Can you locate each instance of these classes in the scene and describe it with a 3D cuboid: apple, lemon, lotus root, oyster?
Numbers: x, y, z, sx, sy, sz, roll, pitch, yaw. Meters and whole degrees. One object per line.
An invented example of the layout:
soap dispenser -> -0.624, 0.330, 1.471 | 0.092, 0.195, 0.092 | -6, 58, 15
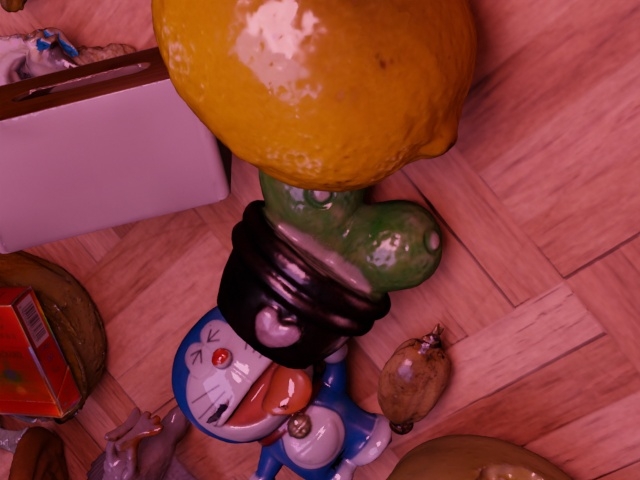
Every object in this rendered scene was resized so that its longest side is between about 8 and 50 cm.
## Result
apple -> 0.161, 0.341, 1.089 | 0.279, 0.279, 0.279 | 16, 124, 26
lemon -> -0.004, -0.175, 0.904 | 0.284, 0.260, 0.260 | 33, 135, -20
lotus root -> 0.099, 0.147, 1.141 | 0.072, 0.063, 0.152 | 9, 125, -15
oyster -> -0.316, -0.159, 1.229 | 0.223, 0.083, 0.214 | 29, 127, 13

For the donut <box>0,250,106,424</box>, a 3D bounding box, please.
donut -> -0.403, 0.122, 1.443 | 0.272, 0.107, 0.272 | 16, 127, 22

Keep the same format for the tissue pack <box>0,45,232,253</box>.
tissue pack -> -0.224, -0.100, 1.088 | 0.246, 0.159, 0.136 | -14, 113, 1

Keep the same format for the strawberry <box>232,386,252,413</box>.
strawberry -> -0.118, 0.188, 1.305 | 0.096, 0.083, 0.083 | 27, 128, 27

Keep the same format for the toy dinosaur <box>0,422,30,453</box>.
toy dinosaur -> -0.604, 0.272, 1.675 | 0.393, 0.092, 0.205 | -17, 110, 36

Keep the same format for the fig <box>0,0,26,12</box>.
fig -> -0.327, -0.319, 1.105 | 0.148, 0.142, 0.186 | 44, 123, 41

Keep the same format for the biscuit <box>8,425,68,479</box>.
biscuit -> -0.396, 0.393, 1.511 | 0.037, 0.262, 0.262 | -4, 118, 0

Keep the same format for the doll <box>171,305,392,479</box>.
doll -> -0.049, 0.184, 1.194 | 0.257, 0.161, 0.215 | 37, 98, -8

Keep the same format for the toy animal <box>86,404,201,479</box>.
toy animal -> -0.280, 0.337, 1.359 | 0.225, 0.284, 0.302 | 30, 130, 19

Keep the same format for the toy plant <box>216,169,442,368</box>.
toy plant -> 0.000, 0.000, 1.069 | 0.218, 0.175, 0.235 | 38, 103, 1

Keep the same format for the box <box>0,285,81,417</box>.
box -> -0.386, 0.141, 1.347 | 0.112, 0.048, 0.175 | -2, 120, 26
